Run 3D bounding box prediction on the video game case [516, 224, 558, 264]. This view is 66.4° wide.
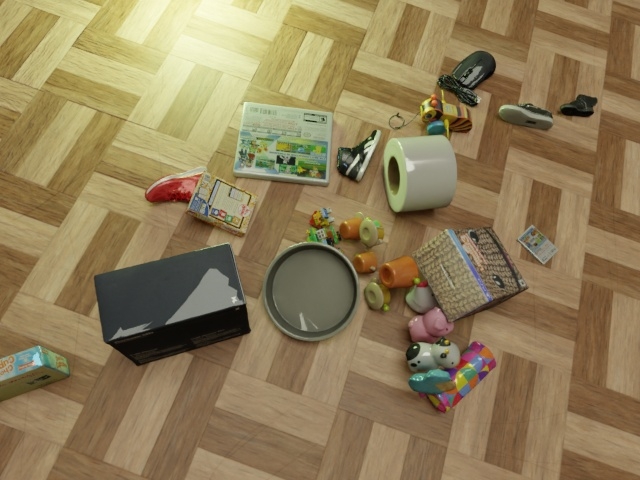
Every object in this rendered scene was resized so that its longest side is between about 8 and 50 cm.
[{"bbox_3d":[0.750,0.014,1.690,0.087,0.011,0.122,-37,76,-19],"label":"video game case"}]

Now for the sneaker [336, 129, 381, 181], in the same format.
[{"bbox_3d":[0.128,-0.323,1.724,0.121,0.079,0.217,24,68,2],"label":"sneaker"}]

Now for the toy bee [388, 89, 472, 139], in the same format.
[{"bbox_3d":[0.426,-0.453,1.773,0.298,0.162,0.195,-18,72,-14],"label":"toy bee"}]

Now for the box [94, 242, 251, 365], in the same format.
[{"bbox_3d":[-0.378,0.180,1.322,0.343,0.312,0.179,-14,69,-13],"label":"box"}]

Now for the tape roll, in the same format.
[{"bbox_3d":[0.321,-0.220,1.614,0.169,0.246,0.246,-7,68,-10],"label":"tape roll"}]

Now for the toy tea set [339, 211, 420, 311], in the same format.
[{"bbox_3d":[0.189,0.041,1.530,0.124,0.200,0.336,-8,65,-32],"label":"toy tea set"}]

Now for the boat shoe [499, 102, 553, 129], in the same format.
[{"bbox_3d":[0.789,-0.488,1.880,0.219,0.078,0.070,14,66,-9],"label":"boat shoe"}]

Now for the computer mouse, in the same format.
[{"bbox_3d":[0.611,-0.668,1.934,0.188,0.072,0.272,39,68,11],"label":"computer mouse"}]

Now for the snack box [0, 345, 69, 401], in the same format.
[{"bbox_3d":[-0.846,0.371,1.253,0.322,0.187,0.060,-19,70,-14],"label":"snack box"}]

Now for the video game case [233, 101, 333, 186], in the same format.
[{"bbox_3d":[-0.125,-0.343,1.729,0.329,0.036,0.300,6,66,-5],"label":"video game case"}]

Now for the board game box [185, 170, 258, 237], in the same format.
[{"bbox_3d":[-0.313,-0.116,1.566,0.193,0.045,0.147,25,64,-20],"label":"board game box"}]

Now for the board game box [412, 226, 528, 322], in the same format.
[{"bbox_3d":[0.456,0.093,1.478,0.291,0.141,0.232,-5,63,-47],"label":"board game box"}]

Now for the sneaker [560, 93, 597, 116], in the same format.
[{"bbox_3d":[1.025,-0.542,1.943,0.170,0.051,0.089,6,66,-9],"label":"sneaker"}]

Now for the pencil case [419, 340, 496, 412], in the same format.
[{"bbox_3d":[0.406,0.399,1.438,0.236,0.104,0.104,-32,74,-18],"label":"pencil case"}]

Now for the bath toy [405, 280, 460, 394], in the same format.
[{"bbox_3d":[0.321,0.260,1.422,0.151,0.129,0.348,-1,49,8],"label":"bath toy"}]

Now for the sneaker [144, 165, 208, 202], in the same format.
[{"bbox_3d":[-0.444,-0.150,1.581,0.221,0.087,0.128,-28,71,-16],"label":"sneaker"}]

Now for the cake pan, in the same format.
[{"bbox_3d":[-0.026,0.151,1.467,0.293,0.054,0.293,0,86,6],"label":"cake pan"}]

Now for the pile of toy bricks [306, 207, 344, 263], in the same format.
[{"bbox_3d":[0.000,0.000,1.569,0.105,0.118,0.212,-22,78,19],"label":"pile of toy bricks"}]
